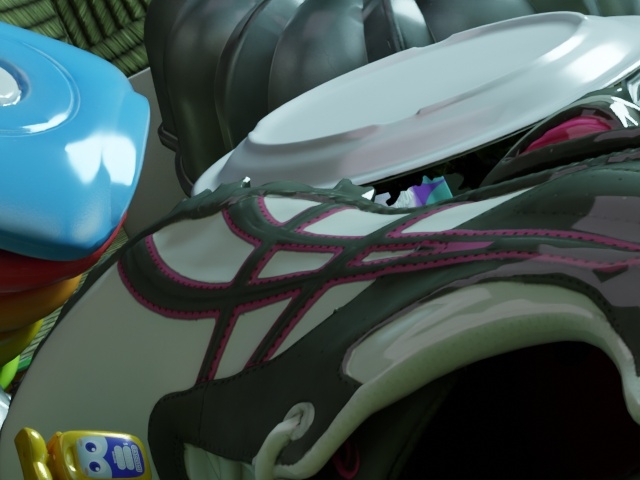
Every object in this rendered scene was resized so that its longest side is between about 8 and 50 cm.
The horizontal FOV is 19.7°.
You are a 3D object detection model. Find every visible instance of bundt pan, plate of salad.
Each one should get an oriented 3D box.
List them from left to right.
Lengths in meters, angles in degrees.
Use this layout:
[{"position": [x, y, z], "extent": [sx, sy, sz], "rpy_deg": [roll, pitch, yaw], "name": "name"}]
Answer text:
[{"position": [0.040, -0.151, 1.114], "extent": [0.331, 0.124, 0.331], "rpy_deg": [-11, 43, 11], "name": "bundt pan"}, {"position": [0.045, -0.044, 0.734], "extent": [0.200, 0.048, 0.200], "rpy_deg": [-19, 13, 5], "name": "plate of salad"}]

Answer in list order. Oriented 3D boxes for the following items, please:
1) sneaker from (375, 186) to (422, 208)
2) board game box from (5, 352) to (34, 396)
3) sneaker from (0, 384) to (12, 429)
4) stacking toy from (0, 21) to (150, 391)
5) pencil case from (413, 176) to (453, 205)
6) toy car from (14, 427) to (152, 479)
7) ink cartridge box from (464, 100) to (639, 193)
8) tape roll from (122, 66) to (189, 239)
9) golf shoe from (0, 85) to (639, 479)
[{"position": [0.000, 0.000, 0.818], "extent": [0.095, 0.104, 0.236], "rpy_deg": [-23, 7, 12], "name": "sneaker"}, {"position": [-0.085, 0.044, 1.078], "extent": [0.124, 0.039, 0.259], "rpy_deg": [-23, -1, 29], "name": "board game box"}, {"position": [-0.272, 0.108, 0.804], "extent": [0.297, 0.111, 0.129], "rpy_deg": [-1, 31, 3], "name": "sneaker"}, {"position": [-0.206, 0.043, 0.912], "extent": [0.175, 0.165, 0.302], "rpy_deg": [-90, 21, -57], "name": "stacking toy"}, {"position": [0.002, 0.005, 0.966], "extent": [0.151, 0.064, 0.070], "rpy_deg": [-27, -33, -12], "name": "pencil case"}, {"position": [-0.024, 0.064, 0.376], "extent": [0.040, 0.060, 0.122], "rpy_deg": [2, 36, -27], "name": "toy car"}, {"position": [0.156, -0.036, 0.690], "extent": [0.235, 0.056, 0.171], "rpy_deg": [-22, 6, 27], "name": "ink cartridge box"}, {"position": [-0.042, -0.072, 1.367], "extent": [0.246, 0.169, 0.246], "rpy_deg": [-25, 5, 2], "name": "tape roll"}, {"position": [0.002, 0.040, 0.443], "extent": [0.273, 0.105, 0.120], "rpy_deg": [-22, 13, 35], "name": "golf shoe"}]
